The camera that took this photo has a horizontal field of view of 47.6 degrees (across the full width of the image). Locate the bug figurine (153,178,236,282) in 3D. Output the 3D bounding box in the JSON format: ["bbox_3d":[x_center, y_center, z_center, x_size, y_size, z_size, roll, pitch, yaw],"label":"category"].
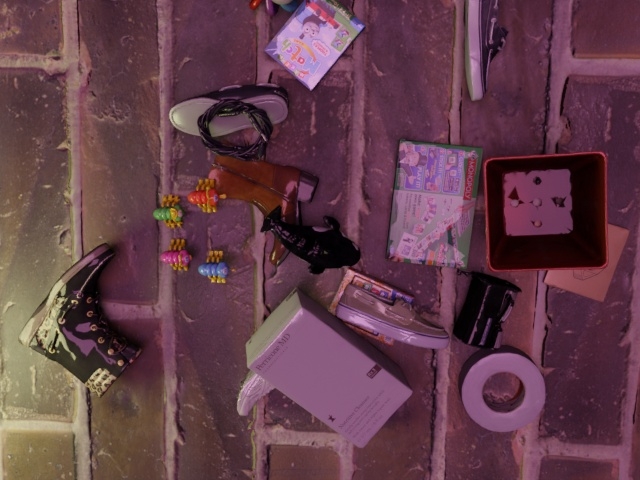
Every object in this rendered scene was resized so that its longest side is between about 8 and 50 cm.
[{"bbox_3d":[-0.331,-0.015,1.884,0.216,0.072,0.279,-3,100,22],"label":"bug figurine"}]

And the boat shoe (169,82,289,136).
[{"bbox_3d":[-0.230,-0.337,1.849,0.303,0.091,0.114,-1,132,2],"label":"boat shoe"}]

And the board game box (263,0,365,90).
[{"bbox_3d":[-0.015,-0.509,1.832,0.160,0.039,0.211,40,100,-3],"label":"board game box"}]

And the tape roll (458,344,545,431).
[{"bbox_3d":[0.479,0.391,1.923,0.219,0.072,0.219,1,100,3],"label":"tape roll"}]

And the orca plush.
[{"bbox_3d":[0.000,0.000,1.813,0.287,0.102,0.151,39,79,-29],"label":"orca plush"}]

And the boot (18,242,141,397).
[{"bbox_3d":[-0.594,0.218,1.929,0.284,0.138,0.377,41,103,-2],"label":"boot"}]

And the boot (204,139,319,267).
[{"bbox_3d":[-0.176,-0.092,1.879,0.281,0.096,0.264,20,101,2],"label":"boot"}]

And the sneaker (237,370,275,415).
[{"bbox_3d":[-0.147,0.380,1.953,0.115,0.090,0.232,24,100,-4],"label":"sneaker"}]

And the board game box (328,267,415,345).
[{"bbox_3d":[0.131,0.173,1.924,0.194,0.045,0.146,25,100,-1],"label":"board game box"}]

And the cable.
[{"bbox_3d":[-0.214,-0.276,1.798,0.185,0.047,0.150,19,120,-7],"label":"cable"}]

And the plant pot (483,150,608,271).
[{"bbox_3d":[0.532,-0.080,1.755,0.267,0.236,0.267,-2,98,12],"label":"plant pot"}]

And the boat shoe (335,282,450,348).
[{"bbox_3d":[0.190,0.194,1.848,0.302,0.109,0.094,17,98,2],"label":"boat shoe"}]

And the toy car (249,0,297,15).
[{"bbox_3d":[-0.124,-0.620,1.782,0.182,0.159,0.136,15,134,1],"label":"toy car"}]

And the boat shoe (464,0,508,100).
[{"bbox_3d":[0.409,-0.496,1.779,0.102,0.108,0.301,-1,92,5],"label":"boat shoe"}]

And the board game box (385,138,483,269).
[{"bbox_3d":[0.291,-0.093,1.873,0.214,0.046,0.317,6,99,2],"label":"board game box"}]

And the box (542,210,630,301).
[{"bbox_3d":[0.689,0.041,1.882,0.164,0.021,0.201,18,99,1],"label":"box"}]

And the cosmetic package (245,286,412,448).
[{"bbox_3d":[0.019,0.324,1.859,0.385,0.156,0.217,37,99,-18],"label":"cosmetic package"}]

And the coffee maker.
[{"bbox_3d":[0.408,0.178,1.876,0.171,0.120,0.178,19,100,8],"label":"coffee maker"}]
